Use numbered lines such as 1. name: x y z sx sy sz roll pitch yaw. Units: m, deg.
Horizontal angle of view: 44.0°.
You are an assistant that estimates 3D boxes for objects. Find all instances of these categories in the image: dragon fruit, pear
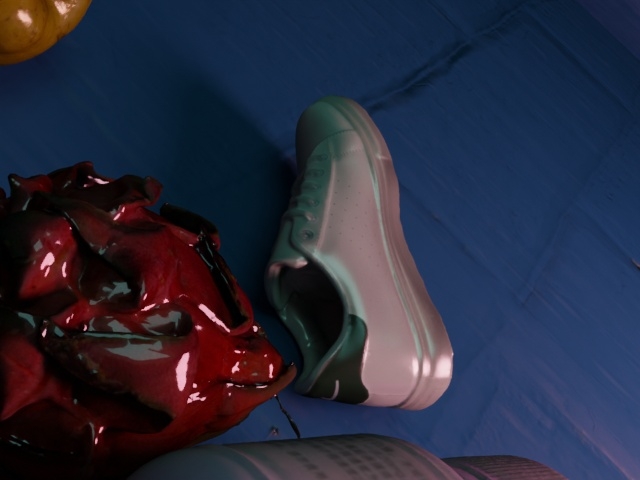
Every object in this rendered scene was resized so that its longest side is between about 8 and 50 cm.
1. dragon fruit: -0.135 0.072 0.531 0.293 0.234 0.234 24 41 -13
2. pear: -0.314 -0.261 0.728 0.200 0.200 0.200 23 42 -22

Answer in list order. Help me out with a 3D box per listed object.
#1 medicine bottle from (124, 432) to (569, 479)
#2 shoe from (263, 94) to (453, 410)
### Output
1. medicine bottle: 0.029 0.243 0.490 0.302 0.241 0.241 7 50 -36
2. shoe: 0.000 0.000 0.796 0.160 0.132 0.363 3 56 -32
